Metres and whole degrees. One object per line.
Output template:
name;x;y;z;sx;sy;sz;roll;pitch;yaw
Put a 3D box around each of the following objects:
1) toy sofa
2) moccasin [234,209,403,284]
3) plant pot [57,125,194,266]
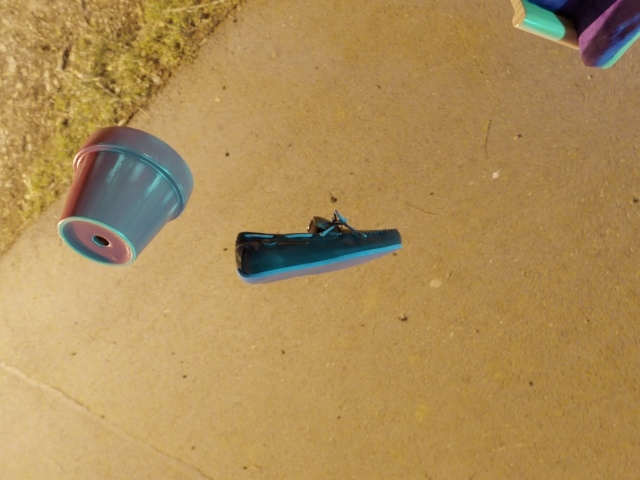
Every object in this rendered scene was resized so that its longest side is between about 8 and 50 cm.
toy sofa;0.429;-0.413;0.658;0.362;0.150;0.177;-44;47;52
moccasin;0.000;0.000;1.002;0.138;0.342;0.116;132;128;-66
plant pot;-0.344;-0.064;0.865;0.202;0.180;0.201;9;142;7
